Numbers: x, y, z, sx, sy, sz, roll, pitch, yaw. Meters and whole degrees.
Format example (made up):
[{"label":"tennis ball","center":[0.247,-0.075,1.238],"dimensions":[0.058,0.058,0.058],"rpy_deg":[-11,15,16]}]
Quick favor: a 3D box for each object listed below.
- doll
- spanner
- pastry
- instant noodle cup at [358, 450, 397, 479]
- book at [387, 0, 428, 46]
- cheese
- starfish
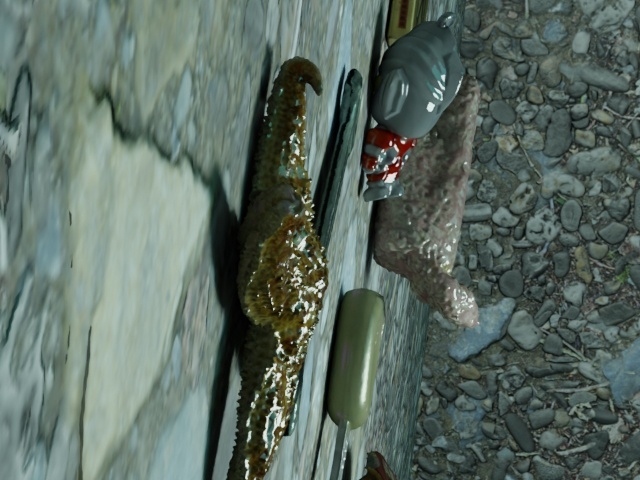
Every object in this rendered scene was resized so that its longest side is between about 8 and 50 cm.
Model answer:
[{"label":"doll","center":[0.076,-0.115,1.209],"dimensions":[0.094,0.079,0.180],"rpy_deg":[-7,120,-58]},{"label":"spanner","center":[0.000,0.000,0.929],"dimensions":[0.071,0.017,0.302],"rpy_deg":[95,6,-50]},{"label":"pastry","center":[0.109,-0.045,1.423],"dimensions":[0.103,0.112,0.265],"rpy_deg":[96,-4,-68]},{"label":"instant noodle cup","center":[0.080,0.357,1.444],"dimensions":[0.274,0.091,0.274],"rpy_deg":[63,1,-2]},{"label":"book","center":[0.096,-0.289,1.341],"dimensions":[0.161,0.026,0.231],"rpy_deg":[27,71,-82]},{"label":"cheese","center":[0.024,0.140,1.185],"dimensions":[0.097,0.037,0.192],"rpy_deg":[78,20,-67]},{"label":"starfish","center":[-0.020,0.031,0.710],"dimensions":[0.227,0.043,0.240],"rpy_deg":[37,63,-81]}]
